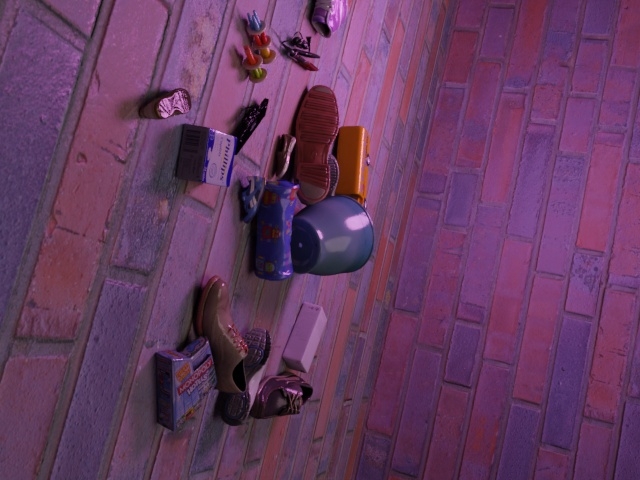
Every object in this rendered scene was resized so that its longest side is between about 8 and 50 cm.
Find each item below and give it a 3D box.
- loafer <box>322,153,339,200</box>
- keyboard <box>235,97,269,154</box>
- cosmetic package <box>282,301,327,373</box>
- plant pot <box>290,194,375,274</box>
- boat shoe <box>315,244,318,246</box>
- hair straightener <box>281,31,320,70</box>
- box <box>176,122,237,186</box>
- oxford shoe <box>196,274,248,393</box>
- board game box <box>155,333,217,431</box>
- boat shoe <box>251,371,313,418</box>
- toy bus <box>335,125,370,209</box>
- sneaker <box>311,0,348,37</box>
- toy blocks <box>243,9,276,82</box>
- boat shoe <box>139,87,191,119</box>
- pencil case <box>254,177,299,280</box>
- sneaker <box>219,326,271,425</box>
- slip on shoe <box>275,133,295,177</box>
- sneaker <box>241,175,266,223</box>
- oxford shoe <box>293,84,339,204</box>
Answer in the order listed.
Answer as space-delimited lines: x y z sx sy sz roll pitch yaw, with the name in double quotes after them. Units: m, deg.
0.009 -0.186 2.233 0.087 0.094 0.252 -141 -125 -72 "loafer"
-0.194 -0.322 1.673 0.100 0.038 0.192 114 2 -51 "keyboard"
-0.056 0.361 2.317 0.117 0.085 0.231 71 37 -54 "cosmetic package"
0.000 0.000 2.051 0.255 0.271 0.272 -16 116 -52 "plant pot"
0.022 -0.010 2.324 0.109 0.088 0.258 73 32 -53 "boat shoe"
-0.058 -0.582 1.890 0.230 0.047 0.089 -1 101 -66 "hair straightener"
-0.265 -0.197 1.461 0.137 0.072 0.126 -1 102 -71 "box"
-0.246 0.254 1.660 0.123 0.130 0.349 -49 144 -55 "oxford shoe"
-0.331 0.330 1.534 0.194 0.060 0.194 -40 136 -44 "board game box"
-0.122 0.535 2.152 0.355 0.130 0.133 -9 108 -69 "boat shoe"
0.120 -0.257 2.373 0.130 0.108 0.333 33 60 -71 "toy bus"
0.024 -0.762 1.928 0.282 0.102 0.161 75 35 -51 "sneaker"
-0.168 -0.499 1.597 0.148 0.054 0.123 68 37 -57 "toy blocks"
-0.322 -0.285 1.312 0.153 0.048 0.056 -58 140 -60 "boat shoe"
-0.131 -0.037 1.846 0.133 0.119 0.307 -48 144 -70 "pencil case"
-0.226 0.406 1.880 0.129 0.110 0.297 88 21 -75 "sneaker"
-0.116 -0.258 1.893 0.041 0.051 0.136 22 87 -30 "slip on shoe"
-0.196 -0.117 1.733 0.053 0.059 0.144 -110 -142 -65 "sneaker"
-0.031 -0.308 2.028 0.146 0.140 0.398 148 -47 -74 "oxford shoe"
